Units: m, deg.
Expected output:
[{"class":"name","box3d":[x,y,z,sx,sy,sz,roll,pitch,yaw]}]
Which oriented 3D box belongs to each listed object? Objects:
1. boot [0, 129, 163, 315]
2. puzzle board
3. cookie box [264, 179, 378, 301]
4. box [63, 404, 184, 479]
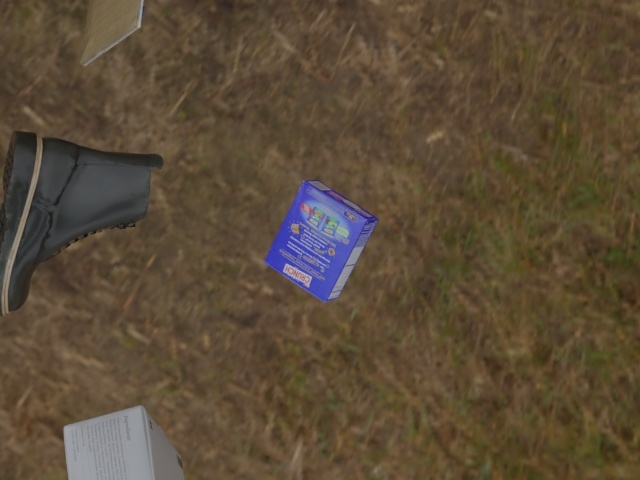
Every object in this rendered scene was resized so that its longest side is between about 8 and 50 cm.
[{"class":"boot","box3d":[-0.230,-0.005,1.332,0.137,0.077,0.198,6,131,-18]},{"class":"puzzle board","box3d":[-0.199,-0.232,1.407,0.011,0.096,0.128,16,161,-31]},{"class":"cookie box","box3d":[0.000,0.000,1.612,0.092,0.040,0.107,33,106,21]},{"class":"box","box3d":[-0.258,0.349,1.956,0.119,0.182,0.181,-15,148,4]}]
